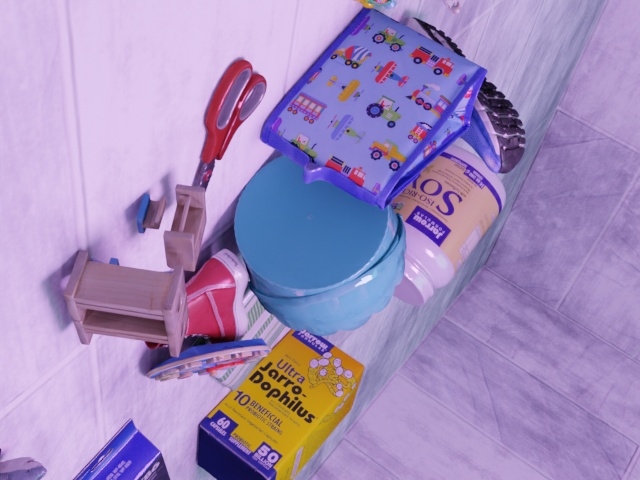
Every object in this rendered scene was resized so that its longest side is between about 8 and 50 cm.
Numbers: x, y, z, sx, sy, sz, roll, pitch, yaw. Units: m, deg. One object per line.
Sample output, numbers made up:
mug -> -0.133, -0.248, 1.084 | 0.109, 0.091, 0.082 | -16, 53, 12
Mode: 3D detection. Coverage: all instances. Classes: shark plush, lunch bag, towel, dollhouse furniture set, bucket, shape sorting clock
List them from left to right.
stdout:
shark plush -> -0.432, 0.334, 1.075 | 0.161, 0.067, 0.073 | -42, 157, -40
dollhouse furniture set -> -0.226, 0.034, 1.072 | 0.129, 0.129, 0.184 | 98, 1, -55
shape sorting clock -> -0.181, 0.203, 1.383 | 0.206, 0.040, 0.206 | -15, 165, -4
towel -> -0.135, 0.162, 1.627 | 0.248, 0.038, 0.325 | -53, 163, -11
bucket -> 0.000, 0.000, 1.339 | 0.281, 0.281, 0.183 | -53, 159, -13
lunch bag -> 0.071, -0.184, 1.257 | 0.293, 0.221, 0.138 | -46, 160, -29

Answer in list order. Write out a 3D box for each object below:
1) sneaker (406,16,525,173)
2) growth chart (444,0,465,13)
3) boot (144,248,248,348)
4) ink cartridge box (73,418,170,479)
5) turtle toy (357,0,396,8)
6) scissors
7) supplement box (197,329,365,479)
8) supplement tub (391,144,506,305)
sneaker -> 0.221, -0.228, 1.444 | 0.129, 0.330, 0.147 | 5, 134, -48
growth chart -> 0.264, -0.510, 1.541 | 0.172, 0.021, 0.237 | -61, 163, 11
boot -> -0.204, 0.134, 1.332 | 0.176, 0.088, 0.244 | -38, 157, -27
ink cartridge box -> -0.352, 0.457, 1.516 | 0.165, 0.065, 0.333 | -47, 159, -26
turtle toy -> 0.090, -0.381, 1.220 | 0.095, 0.066, 0.130 | -62, 162, 15
scissors -> -0.156, -0.106, 1.135 | 0.297, 0.021, 0.109 | -60, 165, 14
supplement box -> -0.088, 0.393, 1.889 | 0.356, 0.194, 0.195 | -44, 159, -36
supplement tub -> 0.254, -0.037, 1.972 | 0.331, 0.241, 0.241 | -52, 162, -16
